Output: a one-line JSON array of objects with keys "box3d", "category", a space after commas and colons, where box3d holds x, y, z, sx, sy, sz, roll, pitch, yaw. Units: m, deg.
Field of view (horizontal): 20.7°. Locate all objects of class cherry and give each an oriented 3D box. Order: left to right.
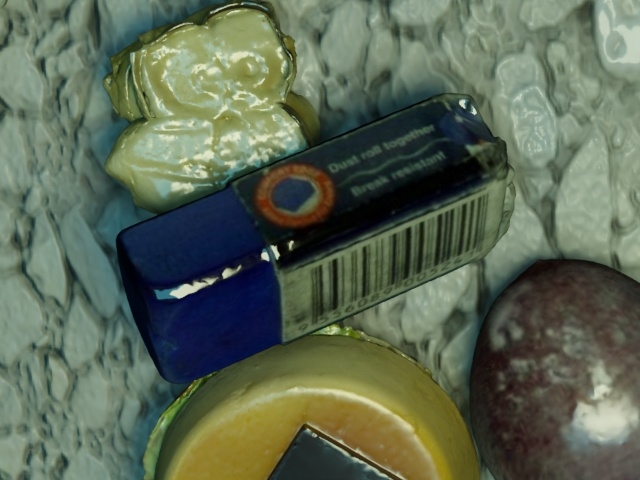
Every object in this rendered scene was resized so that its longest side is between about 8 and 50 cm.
[{"box3d": [0.235, 0.140, 1.516, 0.213, 0.183, 0.266, -24, 79, -4], "category": "cherry"}]

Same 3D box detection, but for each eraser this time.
[{"box3d": [0.000, 0.000, 1.467, 0.332, 0.155, 0.101, -22, 57, -14], "category": "eraser"}]

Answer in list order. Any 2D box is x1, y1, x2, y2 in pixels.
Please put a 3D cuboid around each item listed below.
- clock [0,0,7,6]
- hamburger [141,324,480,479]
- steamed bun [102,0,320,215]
[{"box3d": [-0.339, -0.185, 1.453, 0.116, 0.231, 0.262, 23, 101, -6], "category": "clock"}, {"box3d": [-0.007, 0.212, 1.542, 0.300, 0.176, 0.300, 0, 102, 2], "category": "hamburger"}, {"box3d": [-0.100, -0.106, 1.523, 0.192, 0.106, 0.177, -22, 96, -2], "category": "steamed bun"}]
